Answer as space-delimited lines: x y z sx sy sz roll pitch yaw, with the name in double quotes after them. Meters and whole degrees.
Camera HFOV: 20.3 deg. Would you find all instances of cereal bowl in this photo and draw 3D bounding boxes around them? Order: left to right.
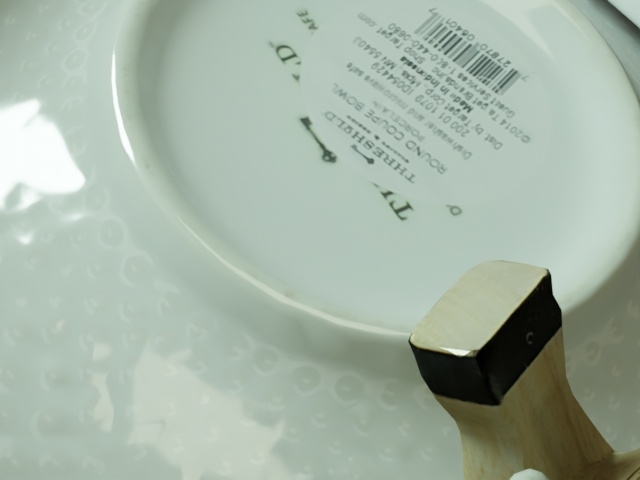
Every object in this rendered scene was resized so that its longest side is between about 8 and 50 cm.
0.000 0.000 0.552 0.339 0.141 0.339 8 54 -11 "cereal bowl"

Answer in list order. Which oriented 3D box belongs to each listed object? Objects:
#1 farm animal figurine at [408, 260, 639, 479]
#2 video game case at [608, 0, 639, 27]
0.004 0.143 0.344 0.327 0.172 0.330 -36 35 -18 "farm animal figurine"
0.171 -0.106 0.679 0.204 0.025 0.285 44 29 14 "video game case"
